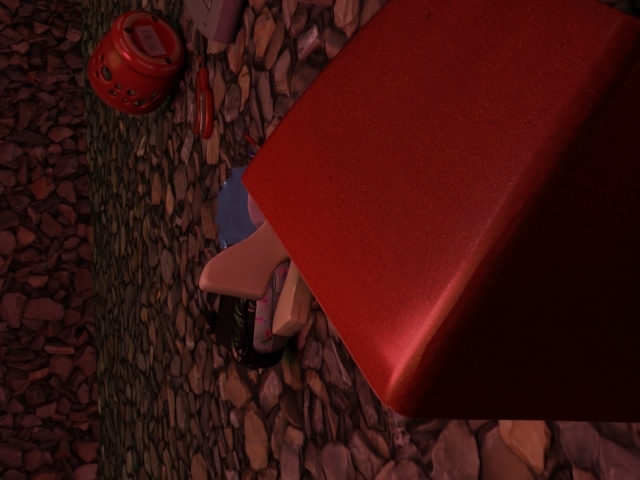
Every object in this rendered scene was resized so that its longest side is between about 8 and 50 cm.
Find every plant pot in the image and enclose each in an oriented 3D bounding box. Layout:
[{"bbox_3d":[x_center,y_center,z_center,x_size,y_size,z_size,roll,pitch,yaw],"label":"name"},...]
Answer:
[{"bbox_3d":[-0.407,-0.407,1.532,0.174,0.191,0.191,-33,61,46],"label":"plant pot"},{"bbox_3d":[0.142,-0.052,0.491,0.236,0.267,0.267,-61,39,22],"label":"plant pot"}]

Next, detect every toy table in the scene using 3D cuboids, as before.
[{"bbox_3d":[0.000,0.000,0.761,0.274,0.252,0.161,109,167,-64],"label":"toy table"}]

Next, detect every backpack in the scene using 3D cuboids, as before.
[{"bbox_3d":[-0.099,0.088,1.049,0.152,0.115,0.182,25,112,46],"label":"backpack"}]

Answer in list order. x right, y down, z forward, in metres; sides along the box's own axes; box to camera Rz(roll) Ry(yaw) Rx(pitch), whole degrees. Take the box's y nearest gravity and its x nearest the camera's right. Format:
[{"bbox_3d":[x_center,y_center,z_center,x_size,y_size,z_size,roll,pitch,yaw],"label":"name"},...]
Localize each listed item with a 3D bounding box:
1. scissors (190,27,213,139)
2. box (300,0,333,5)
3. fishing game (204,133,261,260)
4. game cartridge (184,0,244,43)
[{"bbox_3d":[-0.241,-0.358,1.400,0.109,0.021,0.297,15,102,63],"label":"scissors"},{"bbox_3d":[-0.017,-0.470,0.914,0.113,0.094,0.275,45,129,52],"label":"box"},{"bbox_3d":[-0.125,-0.038,1.173,0.189,0.041,0.264,45,123,42],"label":"fishing game"},{"bbox_3d":[-0.208,-0.514,1.302,0.196,0.060,0.294,-62,40,35],"label":"game cartridge"}]
